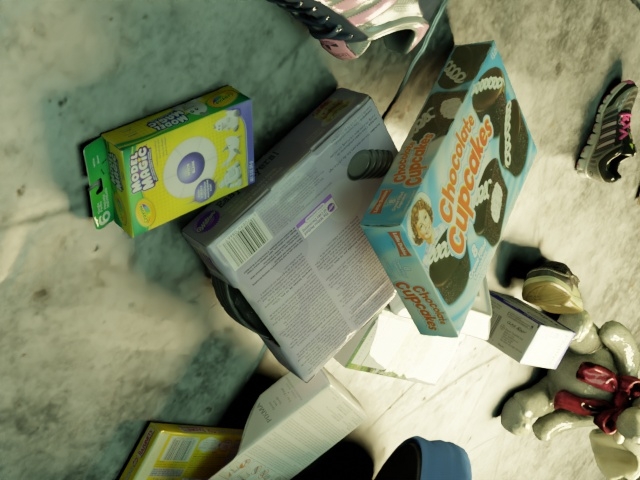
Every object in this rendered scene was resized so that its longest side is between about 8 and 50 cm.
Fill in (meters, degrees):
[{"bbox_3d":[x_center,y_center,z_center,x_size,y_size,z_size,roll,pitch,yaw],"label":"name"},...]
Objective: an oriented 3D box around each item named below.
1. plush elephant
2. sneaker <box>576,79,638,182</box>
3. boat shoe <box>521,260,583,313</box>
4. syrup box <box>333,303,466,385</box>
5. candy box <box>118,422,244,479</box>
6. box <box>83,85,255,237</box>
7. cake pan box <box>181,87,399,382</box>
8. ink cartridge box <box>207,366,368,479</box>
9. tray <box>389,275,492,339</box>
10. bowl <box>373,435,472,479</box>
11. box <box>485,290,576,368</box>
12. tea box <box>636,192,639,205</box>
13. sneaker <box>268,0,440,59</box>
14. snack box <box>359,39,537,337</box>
[{"bbox_3d":[0.539,0.301,1.856,0.330,0.255,0.272,11,114,-53],"label":"plush elephant"},{"bbox_3d":[0.467,-0.164,1.579,0.063,0.075,0.170,-3,119,-46],"label":"sneaker"},{"bbox_3d":[0.383,0.070,1.672,0.223,0.080,0.073,30,56,-59],"label":"boat shoe"},{"bbox_3d":[0.092,0.124,1.375,0.237,0.096,0.093,19,105,-52],"label":"syrup box"},{"bbox_3d":[-0.161,0.284,1.278,0.206,0.027,0.105,20,104,-53],"label":"candy box"},{"bbox_3d":[-0.148,-0.077,1.006,0.179,0.043,0.105,-26,134,-30],"label":"box"},{"bbox_3d":[0.000,0.000,1.165,0.267,0.070,0.246,-45,127,-14],"label":"cake pan box"},{"bbox_3d":[-0.058,0.263,1.333,0.224,0.056,0.181,-37,150,1],"label":"ink cartridge box"},{"bbox_3d":[0.168,0.048,1.380,0.270,0.030,0.145,19,60,-52],"label":"tray"},{"bbox_3d":[0.099,0.471,1.487,0.391,0.077,0.391,-155,-90,-86],"label":"bowl"},{"bbox_3d":[0.314,0.140,1.605,0.137,0.126,0.072,16,103,-52],"label":"box"},{"bbox_3d":[0.795,-0.130,1.756,0.329,0.323,0.220,-26,135,-34],"label":"tea box"},{"bbox_3d":[0.011,-0.239,0.996,0.319,0.112,0.131,-10,122,-42],"label":"sneaker"},{"bbox_3d":[0.163,-0.066,1.204,0.187,0.060,0.322,59,46,-36],"label":"snack box"}]
